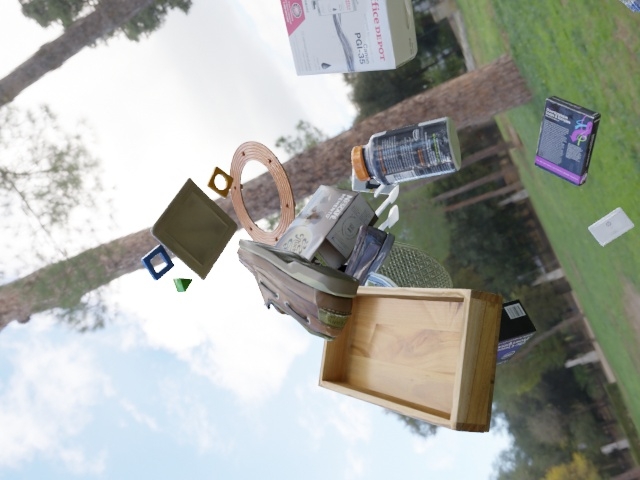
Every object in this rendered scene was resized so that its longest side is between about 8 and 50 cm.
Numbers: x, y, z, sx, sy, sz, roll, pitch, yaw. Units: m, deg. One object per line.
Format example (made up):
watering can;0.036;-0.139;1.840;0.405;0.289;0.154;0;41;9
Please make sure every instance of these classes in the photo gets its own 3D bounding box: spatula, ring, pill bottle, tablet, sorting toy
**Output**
spatula;0.180;-0.104;1.648;0.242;0.019;0.168;122;149;-74
ring;-0.173;-0.134;1.842;0.032;0.336;0.337;-20;-96;-36
pill bottle;0.201;-0.206;1.464;0.130;0.245;0.131;-9;-90;-68
tablet;0.666;-0.031;1.408;0.054;0.083;0.006;55;-153;9
sorting toy;-0.310;-0.028;1.508;0.196;0.047;0.348;50;-127;-30

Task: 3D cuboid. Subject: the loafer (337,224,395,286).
loafer;0.087;0.074;1.613;0.095;0.303;0.109;29;-143;-4

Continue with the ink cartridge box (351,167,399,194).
ink cartridge box;0.207;-0.233;2.326;0.127;0.174;0.073;-85;2;-65

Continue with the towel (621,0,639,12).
towel;0.676;-0.610;1.275;0.284;0.209;0.034;10;-140;-42

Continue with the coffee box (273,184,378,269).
coffee box;0.000;0.000;1.688;0.168;0.297;0.119;17;153;48

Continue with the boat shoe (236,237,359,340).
boat shoe;-0.063;0.073;1.017;0.110;0.105;0.307;12;-174;-34

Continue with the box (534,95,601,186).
box;0.509;-0.206;1.272;0.116;0.029;0.162;40;148;41

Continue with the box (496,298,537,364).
box;0.384;0.260;1.556;0.184;0.261;0.103;108;145;-54

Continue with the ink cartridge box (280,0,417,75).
ink cartridge box;0.065;-0.507;1.437;0.117;0.282;0.207;-42;-52;-45

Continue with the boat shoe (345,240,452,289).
boat shoe;0.244;0.085;2.129;0.499;0.187;0.156;24;179;-19

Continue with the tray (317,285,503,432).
tray;0.136;0.186;1.068;0.076;0.410;0.203;13;-99;-28
